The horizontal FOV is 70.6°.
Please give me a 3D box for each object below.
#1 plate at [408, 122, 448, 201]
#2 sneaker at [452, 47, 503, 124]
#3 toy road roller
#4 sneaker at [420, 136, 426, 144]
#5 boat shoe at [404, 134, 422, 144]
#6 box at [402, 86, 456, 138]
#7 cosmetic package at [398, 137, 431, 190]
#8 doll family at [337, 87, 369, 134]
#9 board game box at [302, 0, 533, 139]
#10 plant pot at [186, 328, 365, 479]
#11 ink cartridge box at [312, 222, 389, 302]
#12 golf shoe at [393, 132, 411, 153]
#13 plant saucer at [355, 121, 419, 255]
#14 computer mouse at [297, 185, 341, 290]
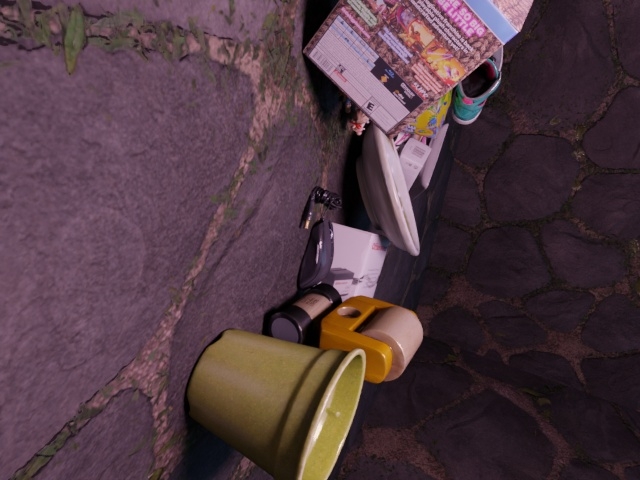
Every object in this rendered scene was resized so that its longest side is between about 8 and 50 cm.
[{"bbox_3d":[0.424,-0.316,1.853,0.278,0.045,0.277,117,-6,-83],"label":"plate"},{"bbox_3d":[0.475,-0.511,1.336,0.178,0.124,0.295,41,68,-80],"label":"sneaker"},{"bbox_3d":[0.049,0.257,1.028,0.202,0.330,0.240,-28,125,-57],"label":"toy road roller"},{"bbox_3d":[0.371,-0.352,1.776,0.178,0.072,0.077,101,11,-46],"label":"sneaker"},{"bbox_3d":[0.374,-0.460,1.547,0.117,0.123,0.324,26,79,-26],"label":"boat shoe"},{"bbox_3d":[0.294,-0.500,1.282,0.289,0.177,0.279,-66,159,-18],"label":"box"},{"bbox_3d":[0.275,-0.213,1.509,0.117,0.086,0.231,-55,173,-41],"label":"cosmetic package"},{"bbox_3d":[0.102,-0.378,1.021,0.262,0.118,0.163,-63,173,30],"label":"doll family"},{"bbox_3d":[0.155,-0.363,0.773,0.291,0.232,0.141,-35,-163,49],"label":"board game box"},{"bbox_3d":[-0.086,0.286,0.816,0.276,0.254,0.275,16,90,-70],"label":"plant pot"},{"bbox_3d":[0.077,0.117,1.279,0.223,0.129,0.307,8,99,-69],"label":"ink cartridge box"},{"bbox_3d":[0.247,-0.346,1.439,0.186,0.068,0.086,-61,156,-28],"label":"golf shoe"},{"bbox_3d":[0.177,-0.142,1.247,0.400,0.101,0.400,-14,90,-73],"label":"plant saucer"},{"bbox_3d":[0.000,0.000,1.089,0.184,0.060,0.261,25,82,-70],"label":"computer mouse"}]
